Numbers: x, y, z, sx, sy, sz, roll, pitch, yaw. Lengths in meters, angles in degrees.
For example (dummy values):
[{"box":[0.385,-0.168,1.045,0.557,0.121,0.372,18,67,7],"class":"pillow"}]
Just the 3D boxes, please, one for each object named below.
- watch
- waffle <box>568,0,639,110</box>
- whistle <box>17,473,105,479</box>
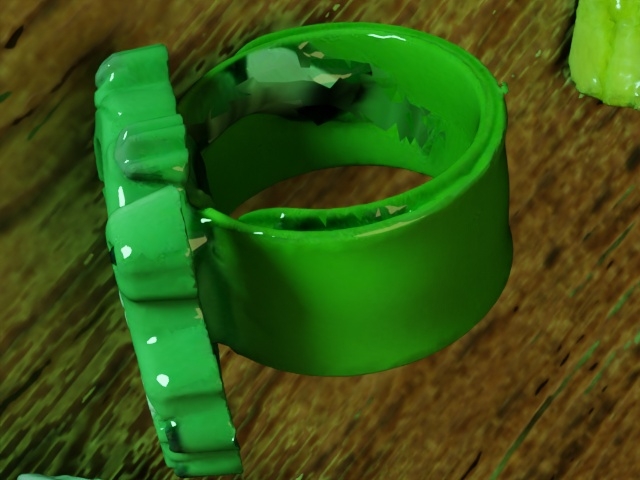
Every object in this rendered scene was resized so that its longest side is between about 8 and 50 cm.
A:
[{"box":[0.000,0.000,0.562,0.152,0.165,0.131,-13,128,-8],"class":"watch"},{"box":[0.228,-0.164,0.708,0.229,0.057,0.219,-2,109,-33],"class":"waffle"},{"box":[-0.028,0.179,0.613,0.347,0.189,0.189,7,105,-47],"class":"whistle"}]
